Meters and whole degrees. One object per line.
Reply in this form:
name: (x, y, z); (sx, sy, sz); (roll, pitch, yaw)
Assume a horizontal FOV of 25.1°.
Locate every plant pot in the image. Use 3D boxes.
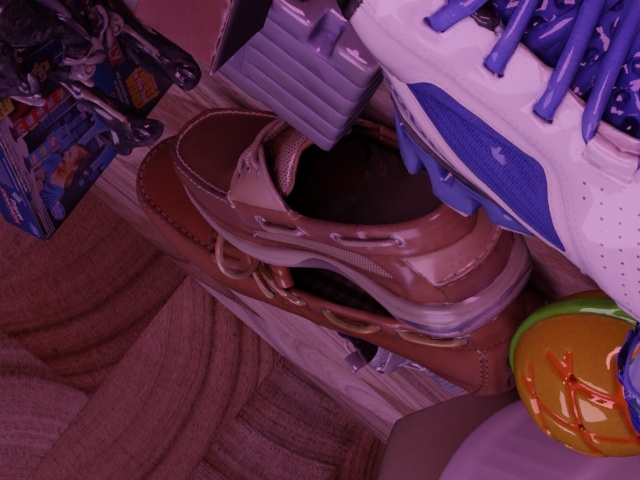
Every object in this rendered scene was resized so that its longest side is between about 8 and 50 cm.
plant pot: (0.171, 0.261, 1.524); (0.284, 0.284, 0.191); (84, 169, -78)

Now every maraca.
maraca: (0.194, 0.078, 0.910); (0.127, 0.099, 0.186); (37, 146, -10)

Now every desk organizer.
desk organizer: (-0.044, -0.143, 0.663); (0.050, 0.047, 0.130); (35, 142, 7)

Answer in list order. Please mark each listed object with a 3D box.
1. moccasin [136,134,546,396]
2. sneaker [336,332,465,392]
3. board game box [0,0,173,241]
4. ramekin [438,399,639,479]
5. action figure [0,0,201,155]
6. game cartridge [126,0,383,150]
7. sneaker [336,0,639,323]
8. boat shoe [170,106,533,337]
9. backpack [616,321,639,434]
moccasin: (-0.002, 0.003, 1.141); (0.380, 0.139, 0.147); (32, 169, 32)
sneaker: (0.064, 0.080, 1.351); (0.105, 0.115, 0.281); (30, 168, 42)
board game box: (-0.215, -0.134, 1.229); (0.060, 0.194, 0.194); (25, 146, 32)
ramekin: (0.231, 0.276, 1.222); (0.277, 0.277, 0.135); (42, 163, -26)
action figure: (-0.210, -0.163, 1.059); (0.141, 0.164, 0.276); (19, 169, 32)
game cartridge: (-0.109, -0.195, 0.825); (0.355, 0.068, 0.230); (38, 175, 0)
sneaker: (0.101, -0.052, 0.485); (0.315, 0.127, 0.182); (32, 172, 42)
boat shoe: (0.004, -0.045, 0.995); (0.324, 0.123, 0.116); (21, 155, 42)
backpack: (0.226, 0.074, 0.685); (0.158, 0.117, 0.173); (36, 174, 20)
